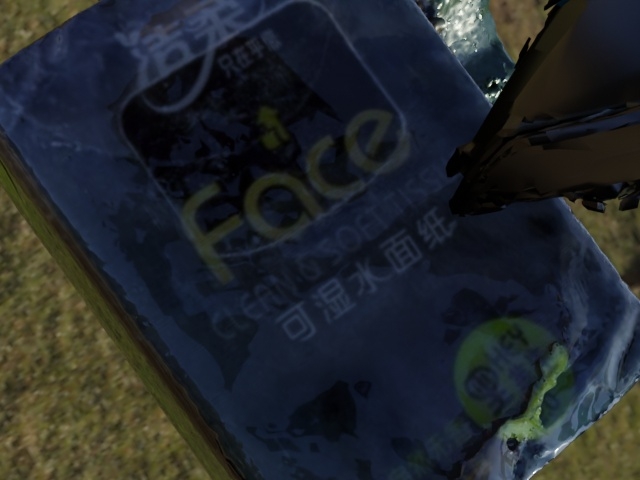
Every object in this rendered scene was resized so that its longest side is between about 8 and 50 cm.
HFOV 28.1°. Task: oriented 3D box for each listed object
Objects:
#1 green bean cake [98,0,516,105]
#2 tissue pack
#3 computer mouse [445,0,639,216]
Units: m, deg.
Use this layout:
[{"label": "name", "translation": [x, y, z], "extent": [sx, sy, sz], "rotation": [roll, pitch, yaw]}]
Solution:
[{"label": "green bean cake", "translation": [-0.004, -0.128, 0.721], "extent": [0.169, 0.308, 0.300], "rotation": [-31, 75, -17]}, {"label": "tissue pack", "translation": [0.000, 0.000, 0.488], "extent": [0.173, 0.073, 0.235], "rotation": [-33, 84, -20]}, {"label": "computer mouse", "translation": [0.147, -0.068, 0.402], "extent": [0.077, 0.242, 0.146], "rotation": [63, 14, 20]}]
